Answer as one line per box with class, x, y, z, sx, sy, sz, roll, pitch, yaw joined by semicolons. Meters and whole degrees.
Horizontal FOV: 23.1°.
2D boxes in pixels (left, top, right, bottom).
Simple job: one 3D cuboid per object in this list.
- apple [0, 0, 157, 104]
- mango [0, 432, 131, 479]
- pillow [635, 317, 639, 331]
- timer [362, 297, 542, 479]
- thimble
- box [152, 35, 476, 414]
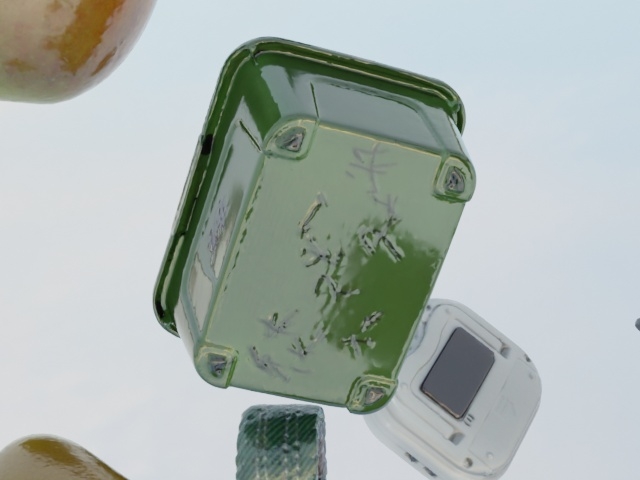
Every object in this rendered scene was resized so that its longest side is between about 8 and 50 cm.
apple;-0.314;-0.280;1.540;0.338;0.305;0.338;8;-165;-2
mango;-0.141;0.205;0.953;0.138;0.113;0.253;-30;-138;-6
pillow;0.510;0.143;1.833;0.186;0.106;0.250;-27;-123;-5
timer;0.188;0.212;2.192;0.087;0.237;0.262;-47;-174;49
thimble;-0.038;0.233;1.626;0.090;0.135;0.118;0;-131;5
box;0.000;0.000;1.489;0.253;0.329;0.178;11;-156;-18
